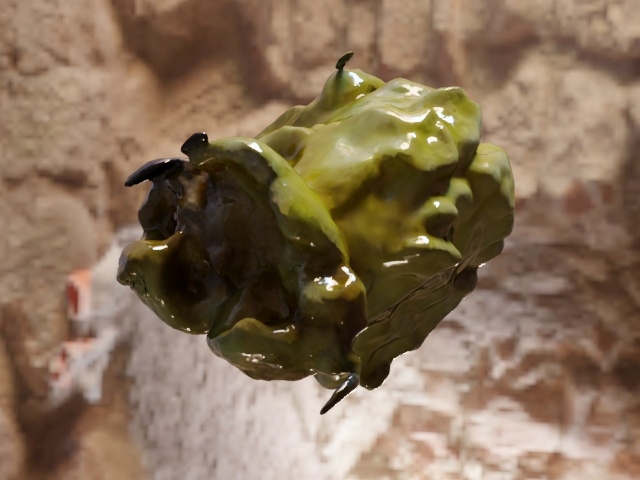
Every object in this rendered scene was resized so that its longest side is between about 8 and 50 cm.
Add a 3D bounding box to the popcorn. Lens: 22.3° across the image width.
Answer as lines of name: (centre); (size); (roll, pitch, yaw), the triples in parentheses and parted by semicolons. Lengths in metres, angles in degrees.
popcorn: (0.009, -0.004, 0.798); (0.195, 0.168, 0.173); (2, 63, -67)
